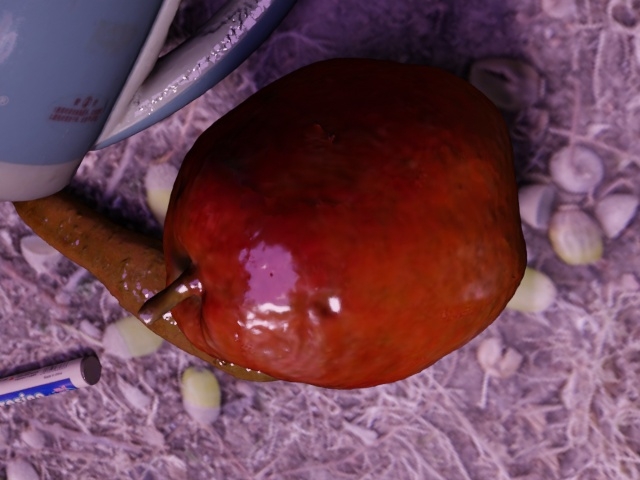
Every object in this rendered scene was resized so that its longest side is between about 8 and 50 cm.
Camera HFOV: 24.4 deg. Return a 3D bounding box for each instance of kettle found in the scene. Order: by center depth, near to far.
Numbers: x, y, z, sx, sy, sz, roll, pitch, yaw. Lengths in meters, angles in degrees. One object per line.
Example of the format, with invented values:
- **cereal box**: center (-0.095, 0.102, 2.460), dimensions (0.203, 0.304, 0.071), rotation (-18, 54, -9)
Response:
- **kettle**: center (-0.157, -0.217, 0.942), dimensions (0.319, 0.247, 0.342), rotation (23, 115, -26)

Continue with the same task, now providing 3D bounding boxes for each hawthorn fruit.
- **hawthorn fruit**: center (0.000, 0.000, 0.937), dimensions (0.224, 0.261, 0.224), rotation (19, 118, 41)

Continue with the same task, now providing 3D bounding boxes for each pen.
- **pen**: center (-0.269, 0.128, 1.232), dimensions (0.204, 0.025, 0.025), rotation (-16, 106, 26)

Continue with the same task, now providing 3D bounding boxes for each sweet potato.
- **sweet potato**: center (-0.131, 0.028, 1.115), dimensions (0.274, 0.067, 0.067), rotation (34, 120, 10)
